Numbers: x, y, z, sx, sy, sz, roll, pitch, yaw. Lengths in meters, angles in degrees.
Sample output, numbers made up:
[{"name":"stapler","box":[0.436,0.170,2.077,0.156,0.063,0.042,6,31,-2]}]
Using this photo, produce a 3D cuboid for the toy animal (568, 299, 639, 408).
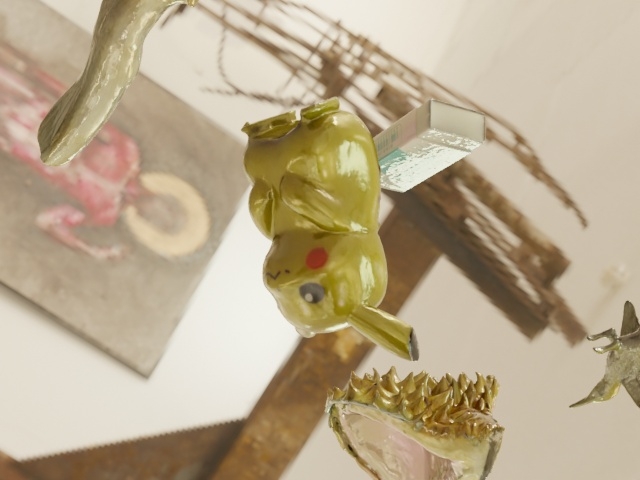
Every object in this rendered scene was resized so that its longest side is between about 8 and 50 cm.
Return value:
[{"name":"toy animal","box":[0.360,0.146,1.611,0.155,0.095,0.219,-27,-149,11]}]

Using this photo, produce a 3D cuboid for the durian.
[{"name":"durian","box":[0.098,0.208,1.410,0.305,0.196,0.185,78,26,-66]}]

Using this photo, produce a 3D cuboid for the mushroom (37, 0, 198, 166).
[{"name":"mushroom","box":[-0.162,-0.143,1.030,0.202,0.054,0.059,-55,-144,15]}]

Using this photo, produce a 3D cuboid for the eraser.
[{"name":"eraser","box":[0.134,-0.131,1.874,0.225,0.096,0.052,-32,-129,57]}]

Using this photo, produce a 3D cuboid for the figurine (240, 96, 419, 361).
[{"name":"figurine","box":[-0.001,-0.008,1.628,0.218,0.169,0.326,-8,-94,54]}]
